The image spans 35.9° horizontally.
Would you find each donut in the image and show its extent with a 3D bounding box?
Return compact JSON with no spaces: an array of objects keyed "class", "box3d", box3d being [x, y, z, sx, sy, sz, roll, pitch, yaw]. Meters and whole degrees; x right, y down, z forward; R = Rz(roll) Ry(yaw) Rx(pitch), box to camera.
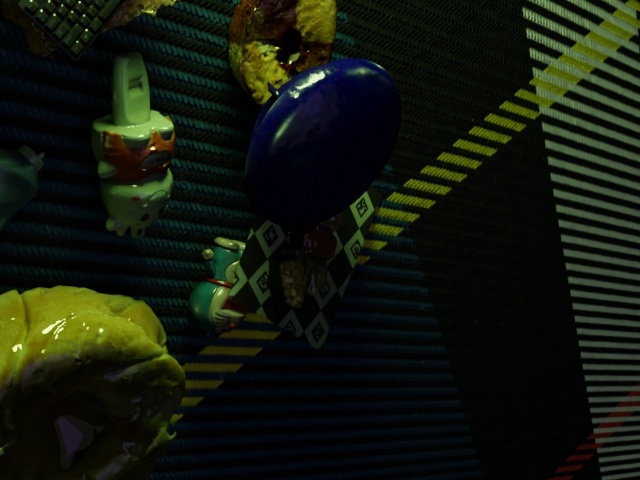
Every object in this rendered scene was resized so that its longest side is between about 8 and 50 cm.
[{"class":"donut","box3d":[-0.056,-0.275,1.364,0.166,0.073,0.184,-22,125,-34]},{"class":"donut","box3d":[-0.342,0.219,1.290,0.360,0.170,0.360,-22,129,-30]}]

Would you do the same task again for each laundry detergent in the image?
[{"class":"laundry detergent","box3d":[-0.408,-0.041,1.169,0.206,0.061,0.097,-46,132,-15]}]

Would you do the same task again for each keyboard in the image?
[{"class":"keyboard","box3d":[-0.214,-0.348,1.103,0.310,0.018,0.101,-55,134,-13]}]

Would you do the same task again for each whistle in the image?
[{"class":"whistle","box3d":[-0.237,-0.115,1.264,0.102,0.105,0.253,-67,161,-63]}]

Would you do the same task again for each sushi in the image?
[{"class":"sushi","box3d":[0.000,0.000,1.517,0.264,0.050,0.290,37,67,-46]}]

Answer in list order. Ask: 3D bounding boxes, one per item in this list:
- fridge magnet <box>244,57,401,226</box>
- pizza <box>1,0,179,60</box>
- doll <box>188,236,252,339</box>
[{"class":"fridge magnet","box3d":[0.002,-0.136,1.377,0.265,0.112,0.265,-27,141,-24]},{"class":"pizza","box3d":[-0.295,-0.321,1.109,0.335,0.086,0.226,17,95,-46]},{"class":"doll","box3d":[-0.145,0.073,1.455,0.114,0.085,0.152,16,91,-50]}]
